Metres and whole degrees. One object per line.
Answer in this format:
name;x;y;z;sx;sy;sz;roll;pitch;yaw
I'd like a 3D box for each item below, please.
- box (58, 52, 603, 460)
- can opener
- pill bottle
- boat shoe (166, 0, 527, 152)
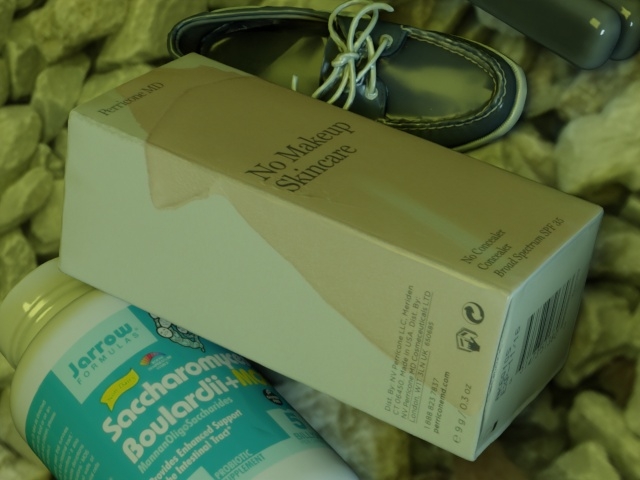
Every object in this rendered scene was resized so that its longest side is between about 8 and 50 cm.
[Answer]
box;0.000;0.000;1.000;0.311;0.148;0.121;22;122;22
can opener;0.092;-0.187;1.086;0.280;0.074;0.093;32;125;29
pill bottle;-0.105;0.124;1.048;0.264;0.146;0.146;43;97;26
boat shoe;0.013;-0.118;1.090;0.255;0.079;0.095;15;83;27
